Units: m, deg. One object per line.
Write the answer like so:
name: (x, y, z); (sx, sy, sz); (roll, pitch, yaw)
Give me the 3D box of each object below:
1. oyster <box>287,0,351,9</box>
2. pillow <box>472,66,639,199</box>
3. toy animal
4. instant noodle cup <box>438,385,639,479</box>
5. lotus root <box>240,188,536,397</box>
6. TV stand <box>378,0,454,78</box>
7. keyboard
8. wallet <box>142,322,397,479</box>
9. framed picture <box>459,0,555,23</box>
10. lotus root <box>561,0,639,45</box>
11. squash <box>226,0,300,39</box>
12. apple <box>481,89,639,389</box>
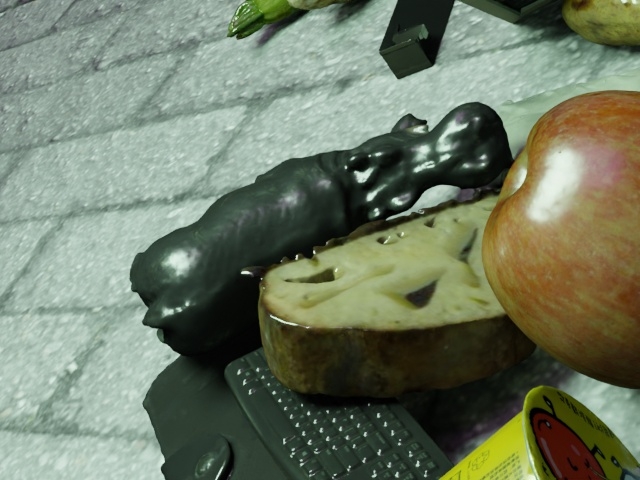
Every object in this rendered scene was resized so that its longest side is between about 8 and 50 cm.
oyster: (0.079, -0.372, 1.575); (0.294, 0.094, 0.166); (-34, 7, 5)
pillow: (0.231, -0.093, 1.085); (0.229, 0.051, 0.128); (-10, 44, 38)
toy animal: (-0.008, -0.022, 1.112); (0.343, 0.106, 0.168); (-30, 12, -1)
instant noodle cup: (0.111, 0.192, 0.712); (0.144, 0.182, 0.182); (-36, 28, 22)
lotus root: (0.079, 0.041, 0.969); (0.261, 0.074, 0.170); (-16, 30, -22)
TV stand: (0.122, -0.281, 1.471); (0.049, 0.040, 0.256); (-16, 36, 33)
keyboard: (-0.003, 0.118, 0.958); (0.104, 0.041, 0.381); (-25, 25, -13)
wallet: (-0.034, 0.155, 1.032); (0.197, 0.051, 0.377); (-35, 28, 0)
framed picture: (0.284, -0.289, 1.187); (0.324, 0.020, 0.240); (-24, -7, 20)
lotus root: (0.309, -0.215, 1.128); (0.110, 0.097, 0.258); (-47, 34, -21)
squash: (-0.005, -0.374, 1.696); (0.094, 0.094, 0.341); (7, 50, 51)
apple: (0.200, -0.003, 0.842); (0.188, 0.174, 0.188); (-64, -2, -4)
